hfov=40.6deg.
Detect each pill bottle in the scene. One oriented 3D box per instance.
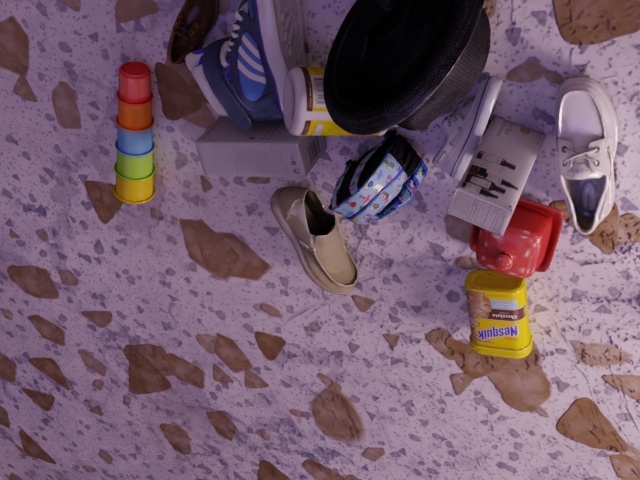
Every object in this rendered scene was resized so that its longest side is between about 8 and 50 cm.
[{"bbox_3d":[0.049,-0.239,1.495,0.215,0.117,0.117,-1,136,-16],"label":"pill bottle"}]

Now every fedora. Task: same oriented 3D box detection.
[{"bbox_3d":[0.160,-0.294,1.361,0.334,0.334,0.152,-23,143,40],"label":"fedora"}]

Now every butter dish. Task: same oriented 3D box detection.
[{"bbox_3d":[0.347,0.009,1.590,0.160,0.118,0.160,17,134,15],"label":"butter dish"}]

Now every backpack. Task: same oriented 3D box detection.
[{"bbox_3d":[0.100,-0.098,1.598,0.117,0.173,0.158,45,133,-11],"label":"backpack"}]

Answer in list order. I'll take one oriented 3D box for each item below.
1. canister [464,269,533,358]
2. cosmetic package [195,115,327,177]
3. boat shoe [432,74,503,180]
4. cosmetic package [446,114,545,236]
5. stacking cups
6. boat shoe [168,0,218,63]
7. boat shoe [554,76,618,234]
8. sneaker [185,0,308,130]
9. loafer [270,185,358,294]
[{"bbox_3d":[0.356,0.146,1.733,0.126,0.073,0.170,5,127,26],"label":"canister"},{"bbox_3d":[-0.116,-0.186,1.687,0.231,0.117,0.085,4,128,25],"label":"cosmetic package"},{"bbox_3d":[0.246,-0.195,1.498,0.075,0.083,0.226,24,135,8],"label":"boat shoe"},{"bbox_3d":[0.295,-0.113,1.430,0.099,0.239,0.060,25,134,8],"label":"cosmetic package"},{"bbox_3d":[-0.388,-0.229,1.834,0.096,0.096,0.316,22,129,12],"label":"stacking cups"},{"bbox_3d":[-0.241,-0.399,1.616,0.064,0.060,0.178,33,135,0],"label":"boat shoe"},{"bbox_3d":[0.440,-0.133,1.433,0.098,0.096,0.277,0,126,30],"label":"boat shoe"},{"bbox_3d":[-0.154,-0.352,1.556,0.236,0.130,0.323,6,135,19],"label":"sneaker"},{"bbox_3d":[0.000,0.000,1.787,0.092,0.102,0.268,-18,115,45],"label":"loafer"}]
